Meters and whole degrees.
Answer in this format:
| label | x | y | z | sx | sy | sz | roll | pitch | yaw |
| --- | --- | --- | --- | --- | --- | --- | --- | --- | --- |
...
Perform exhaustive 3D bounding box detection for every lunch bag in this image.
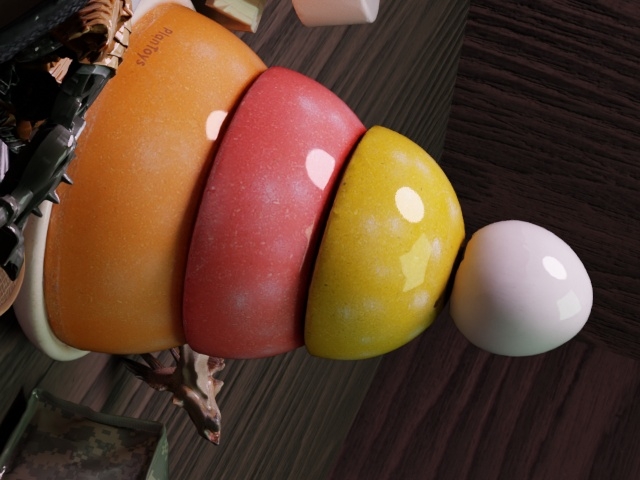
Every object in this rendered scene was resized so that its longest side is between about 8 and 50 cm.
| label | x | y | z | sx | sy | sz | roll | pitch | yaw |
| --- | --- | --- | --- | --- | --- | --- | --- | --- | --- |
| lunch bag | -0.252 | 0.328 | 1.489 | 0.235 | 0.169 | 0.287 | 92 | 15 | -54 |

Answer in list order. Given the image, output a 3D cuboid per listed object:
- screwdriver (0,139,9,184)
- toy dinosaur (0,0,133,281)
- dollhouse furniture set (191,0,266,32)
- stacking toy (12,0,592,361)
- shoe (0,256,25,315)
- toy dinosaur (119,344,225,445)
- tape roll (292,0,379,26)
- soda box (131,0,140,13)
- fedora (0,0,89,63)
| label | x | y | z | sx | sy | sz | roll | pitch | yaw |
| --- | --- | --- | --- | --- | --- | --- | --- | --- | --- |
| screwdriver | -0.248 | -0.010 | 1.210 | 0.024 | 0.025 | 0.169 | 13 | 67 | -48 |
| toy dinosaur | -0.193 | -0.116 | 0.979 | 0.218 | 0.164 | 0.322 | -54 | 179 | -12 |
| dollhouse furniture set | -0.129 | -0.293 | 1.480 | 0.151 | 0.123 | 0.144 | 24 | 83 | -43 |
| stacking toy | 0.000 | 0.000 | 1.390 | 0.350 | 0.480 | 0.350 | 18 | 90 | -78 |
| shoe | -0.291 | 0.050 | 1.193 | 0.076 | 0.058 | 0.219 | 66 | 27 | -24 |
| toy dinosaur | -0.142 | 0.055 | 1.737 | 0.200 | 0.127 | 0.295 | 102 | -2 | -60 |
| tape roll | 0.006 | -0.397 | 1.519 | 0.392 | 0.072 | 0.392 | -4 | 90 | -82 |
| soda box | -0.186 | -0.199 | 1.250 | 0.074 | 0.069 | 0.216 | 84 | 27 | -65 |
| fedora | -0.199 | -0.215 | 0.863 | 0.152 | 0.334 | 0.334 | 56 | 42 | -29 |
